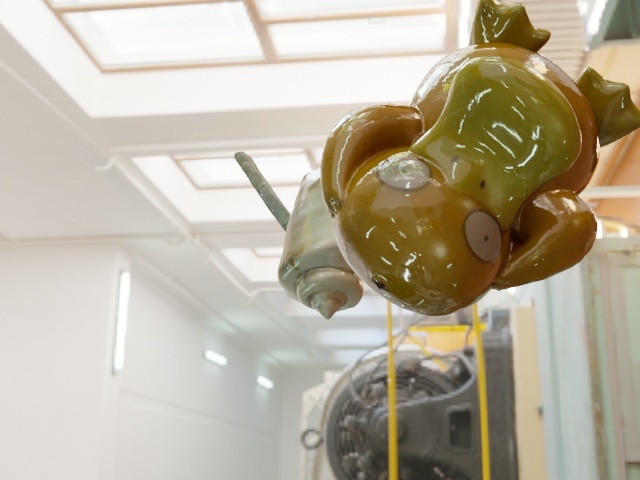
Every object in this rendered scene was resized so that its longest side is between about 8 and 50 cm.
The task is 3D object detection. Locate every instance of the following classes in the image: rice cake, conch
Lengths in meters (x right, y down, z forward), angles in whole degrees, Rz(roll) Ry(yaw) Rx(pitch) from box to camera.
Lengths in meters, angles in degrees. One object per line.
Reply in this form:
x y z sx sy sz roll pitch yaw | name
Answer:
-0.117 -0.107 1.770 0.211 0.034 0.043 55 -173 12 | rice cake
-0.009 0.001 1.271 0.158 0.127 0.255 -44 54 42 | conch

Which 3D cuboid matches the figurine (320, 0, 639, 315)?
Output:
0.118 -0.057 0.623 0.228 0.215 0.215 -42 -48 -57 | figurine
